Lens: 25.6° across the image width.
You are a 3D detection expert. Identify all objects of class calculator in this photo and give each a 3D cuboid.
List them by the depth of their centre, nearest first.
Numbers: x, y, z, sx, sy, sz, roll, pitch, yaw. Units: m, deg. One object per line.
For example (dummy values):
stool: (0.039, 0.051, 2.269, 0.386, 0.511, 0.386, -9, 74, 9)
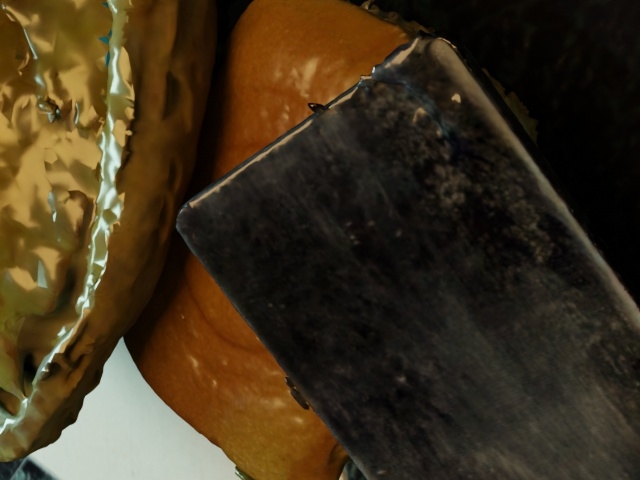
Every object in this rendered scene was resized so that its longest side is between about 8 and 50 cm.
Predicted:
calculator: (0.064, 0.049, 0.624, 0.161, 0.021, 0.261, -31, 101, 24)

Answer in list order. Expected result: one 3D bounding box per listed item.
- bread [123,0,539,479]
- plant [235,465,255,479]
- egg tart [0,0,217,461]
bread: (0.000, 0.000, 0.709, 0.174, 0.121, 0.245, 45, 119, 30)
plant: (-0.023, 0.188, 0.803, 0.116, 0.104, 0.122, 1, 60, 8)
egg tart: (-0.190, -0.073, 0.782, 0.388, 0.169, 0.388, -21, 66, 59)
